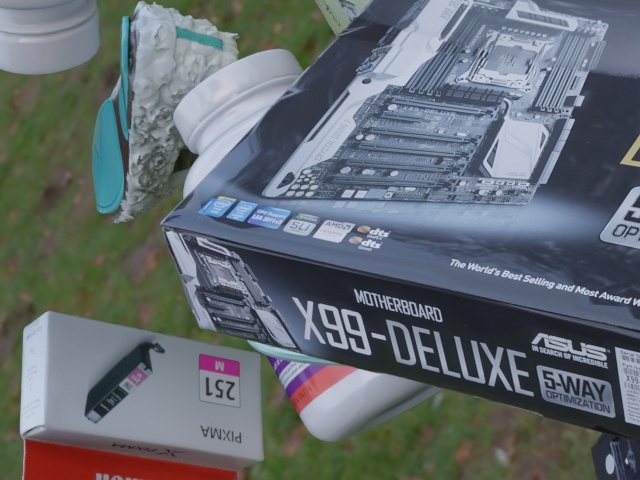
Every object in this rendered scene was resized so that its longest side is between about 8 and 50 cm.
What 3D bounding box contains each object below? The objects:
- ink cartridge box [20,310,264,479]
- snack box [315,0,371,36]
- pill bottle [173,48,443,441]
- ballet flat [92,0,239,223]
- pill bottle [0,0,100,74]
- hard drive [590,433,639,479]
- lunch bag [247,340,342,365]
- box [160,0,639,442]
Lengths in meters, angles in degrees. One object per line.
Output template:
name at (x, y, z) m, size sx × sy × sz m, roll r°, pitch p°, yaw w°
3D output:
ink cartridge box at (-0.185, 0.217, 1.664) m, size 0.060 × 0.275 × 0.239 m, roll -31°, pitch 54°, yaw 46°
snack box at (0.011, -0.298, 1.416) m, size 0.060 × 0.322 × 0.187 m, roll -40°, pitch 35°, yaw -11°
pill bottle at (0.000, 0.000, 1.370) m, size 0.181 × 0.181 × 0.323 m, roll -40°, pitch 74°, yaw 39°
ballet flat at (-0.162, -0.118, 1.662) m, size 0.409 × 0.147 × 0.147 m, roll 126°, pitch 165°, yaw -68°
pill bottle at (-0.247, -0.264, 1.325) m, size 0.131 × 0.131 × 0.229 m, roll -99°, pitch 7°, yaw -56°
hard drive at (0.320, 0.199, 1.239) m, size 0.339 × 0.064 × 0.237 m, roll 110°, pitch 156°, yaw -55°
lunch bag at (0.082, 0.013, 1.102) m, size 0.224 × 0.279 × 0.108 m, roll -56°, pitch -35°, yaw -56°
box at (0.117, -0.027, 0.771) m, size 0.307 × 0.076 × 0.242 m, roll 13°, pitch 46°, yaw 33°
